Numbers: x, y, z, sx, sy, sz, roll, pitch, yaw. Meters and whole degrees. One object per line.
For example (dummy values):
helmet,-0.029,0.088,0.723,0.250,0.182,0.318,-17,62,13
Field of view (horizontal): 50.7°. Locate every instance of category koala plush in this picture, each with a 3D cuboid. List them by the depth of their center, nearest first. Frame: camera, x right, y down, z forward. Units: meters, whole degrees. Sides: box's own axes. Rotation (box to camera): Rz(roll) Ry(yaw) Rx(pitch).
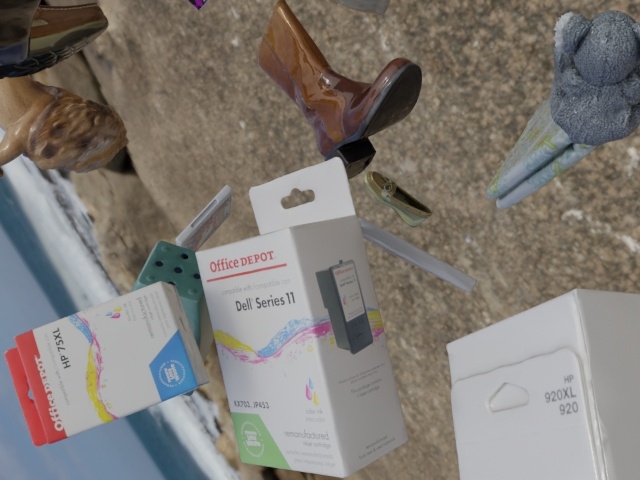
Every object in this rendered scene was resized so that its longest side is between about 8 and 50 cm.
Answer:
koala plush,0.482,-0.294,1.138,0.196,0.203,0.221,16,156,20

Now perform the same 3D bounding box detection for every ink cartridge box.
ink cartridge box,0.240,0.145,0.507,0.171,0.232,0.168,132,140,-61
ink cartridge box,-0.267,0.152,0.808,0.078,0.231,0.134,85,164,-83
ink cartridge box,-0.037,0.092,0.836,0.207,0.119,0.353,-14,88,47

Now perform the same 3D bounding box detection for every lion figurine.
lion figurine,-0.535,-0.253,1.148,0.392,0.240,0.142,51,-179,-16

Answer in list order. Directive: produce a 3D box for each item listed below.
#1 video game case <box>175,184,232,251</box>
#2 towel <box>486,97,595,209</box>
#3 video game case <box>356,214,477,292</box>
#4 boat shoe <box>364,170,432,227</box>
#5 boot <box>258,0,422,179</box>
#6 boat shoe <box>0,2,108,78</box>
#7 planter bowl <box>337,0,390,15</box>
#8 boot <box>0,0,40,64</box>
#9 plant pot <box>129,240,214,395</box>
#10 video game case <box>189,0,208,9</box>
video game case,-0.286,-0.036,1.670,0.023,0.183,0.201,40,162,3
towel,0.539,-0.248,1.482,0.090,0.320,0.374,37,153,-2
video game case,0.112,0.005,1.093,0.204,0.025,0.285,28,-179,-12
boat shoe,0.150,-0.088,1.314,0.153,0.056,0.048,42,130,-14
boot,0.020,-0.274,1.069,0.280,0.096,0.264,57,154,14
boat shoe,-0.430,-0.278,0.890,0.122,0.324,0.120,-15,106,42
planter bowl,0.052,-0.447,1.079,0.162,0.109,0.162,180,90,-81
boot,-0.322,-0.186,0.574,0.082,0.219,0.106,29,126,14
plant pot,-0.264,0.124,1.193,0.165,0.166,0.234,19,134,-4
video game case,-0.109,-0.499,1.087,0.042,0.232,0.210,41,138,-23
